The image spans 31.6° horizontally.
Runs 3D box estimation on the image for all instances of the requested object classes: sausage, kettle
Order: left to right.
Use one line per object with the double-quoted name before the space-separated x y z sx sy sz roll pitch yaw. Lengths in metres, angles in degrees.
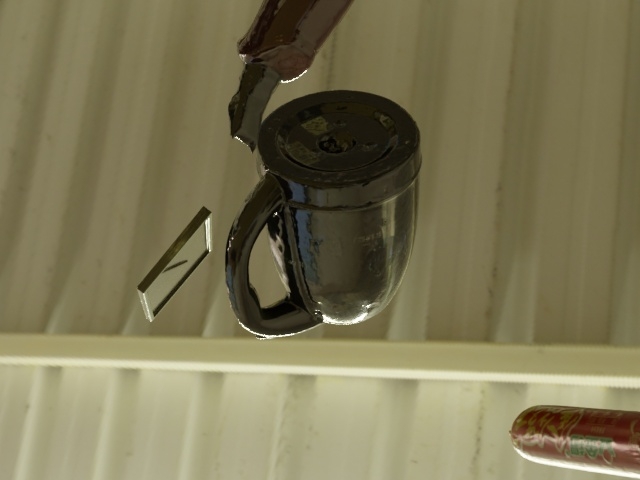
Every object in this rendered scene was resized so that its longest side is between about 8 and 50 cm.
"kettle" 0.000 0.000 1.600 0.321 0.324 0.228 -31 -133 -28
"sausage" 0.296 0.222 1.257 0.264 0.083 0.083 -10 -117 60

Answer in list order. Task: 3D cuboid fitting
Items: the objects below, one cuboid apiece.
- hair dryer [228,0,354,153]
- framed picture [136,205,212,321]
"hair dryer" 0.051 -0.196 0.676 0.312 0.123 0.340 29 -87 50
"framed picture" -0.207 0.038 1.633 0.015 0.203 0.150 37 -105 5
